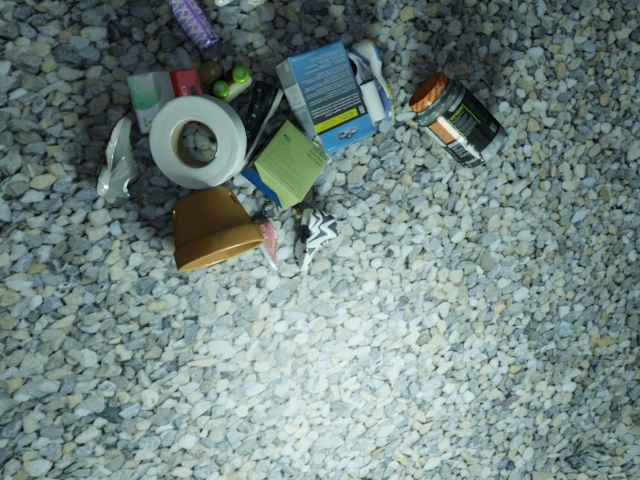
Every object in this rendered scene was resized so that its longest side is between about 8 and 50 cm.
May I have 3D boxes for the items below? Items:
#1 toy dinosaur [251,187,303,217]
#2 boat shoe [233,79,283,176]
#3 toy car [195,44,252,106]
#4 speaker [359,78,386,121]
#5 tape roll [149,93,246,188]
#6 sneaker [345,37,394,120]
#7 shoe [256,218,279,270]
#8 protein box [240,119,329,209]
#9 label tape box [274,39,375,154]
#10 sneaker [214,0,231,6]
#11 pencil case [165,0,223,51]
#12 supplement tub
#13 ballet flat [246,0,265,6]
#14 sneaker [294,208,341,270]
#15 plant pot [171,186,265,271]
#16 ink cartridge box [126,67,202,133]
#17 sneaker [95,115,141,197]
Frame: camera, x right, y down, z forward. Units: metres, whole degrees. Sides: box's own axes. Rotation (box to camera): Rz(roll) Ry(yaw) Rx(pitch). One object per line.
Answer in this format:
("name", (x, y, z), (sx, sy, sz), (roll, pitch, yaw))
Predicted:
("toy dinosaur", (-0.178, -0.160, 1.778), (0.118, 0.064, 0.268), (-46, 107, -22))
("boat shoe", (-0.245, -0.380, 1.694), (0.113, 0.127, 0.340), (29, 86, -18))
("toy car", (-0.329, -0.542, 1.645), (0.149, 0.155, 0.188), (-40, 93, -6))
("speaker", (0.182, -0.485, 1.773), (0.055, 0.055, 0.136), (-29, 114, -12))
("tape roll", (-0.375, -0.304, 1.583), (0.286, 0.100, 0.286), (2, 108, 6))
("sneaker", (0.174, -0.559, 1.829), (0.130, 0.112, 0.297), (-21, 102, 5))
("shoe", (-0.173, 0.015, 1.797), (0.081, 0.063, 0.178), (-30, 100, -7))
("protein box", (-0.118, -0.250, 1.716), (0.199, 0.136, 0.201), (40, 65, -18))
("label tape box", (0.019, -0.479, 1.744), (0.240, 0.106, 0.334), (-30, 105, -30))
("sneaker", (-0.367, -0.881, 1.609), (0.129, 0.111, 0.297), (-38, 102, 6))
("pencil case", (-0.406, -0.704, 1.625), (0.086, 0.088, 0.206), (-41, 105, -11))
("supplement tub", (0.497, -0.442, 1.875), (0.338, 0.207, 0.207), (39, 84, -18))
("ballet flat", (-0.147, -0.865, 1.692), (0.241, 0.077, 0.091), (-45, 106, -8))
("sneaker", (0.000, 0.000, 1.833), (0.153, 0.094, 0.235), (0, 107, -28))
("plant pot", (-0.349, -0.042, 1.641), (0.290, 0.291, 0.204), (-20, 85, -14))
("ink cartridge box", (-0.489, -0.454, 1.650), (0.224, 0.056, 0.181), (-15, 102, -14))
("sneaker", (-0.622, -0.259, 1.618), (0.121, 0.099, 0.263), (15, 100, -26))
